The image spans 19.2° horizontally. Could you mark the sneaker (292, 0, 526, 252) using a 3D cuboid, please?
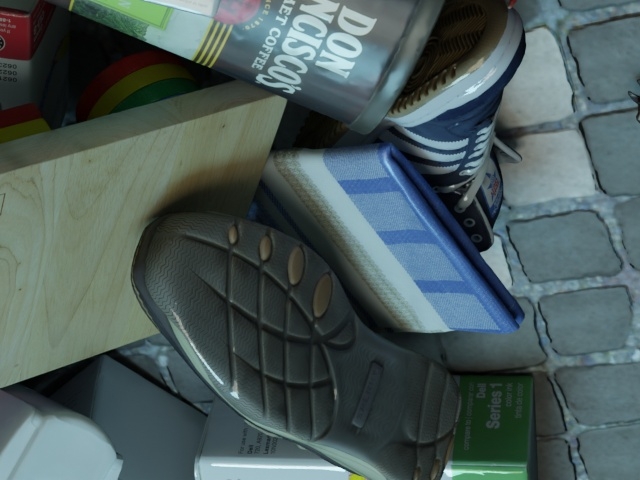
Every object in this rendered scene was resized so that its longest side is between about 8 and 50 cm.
[{"bbox_3d":[0.103,-0.077,1.352,0.153,0.099,0.282,31,154,-16],"label":"sneaker"}]

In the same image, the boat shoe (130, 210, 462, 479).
[{"bbox_3d":[-0.035,0.093,1.422,0.130,0.132,0.355,3,152,41],"label":"boat shoe"}]

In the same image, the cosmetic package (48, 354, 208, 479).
[{"bbox_3d":[-0.220,0.261,1.650,0.138,0.224,0.224,33,128,-27],"label":"cosmetic package"}]

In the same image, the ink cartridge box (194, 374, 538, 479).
[{"bbox_3d":[0.047,0.222,1.643,0.278,0.117,0.201,0,130,9],"label":"ink cartridge box"}]

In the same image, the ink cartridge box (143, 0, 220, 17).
[{"bbox_3d":[-0.109,-0.233,1.098,0.145,0.045,0.179,14,106,-5],"label":"ink cartridge box"}]

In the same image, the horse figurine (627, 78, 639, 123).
[{"bbox_3d":[0.358,-0.030,1.363,0.263,0.174,0.066,0,147,-2],"label":"horse figurine"}]

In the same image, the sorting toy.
[{"bbox_3d":[-0.178,-0.019,1.343,0.255,0.089,0.257,-18,149,-31],"label":"sorting toy"}]

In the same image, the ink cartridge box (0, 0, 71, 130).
[{"bbox_3d":[-0.257,-0.137,1.383,0.128,0.127,0.176,9,132,2],"label":"ink cartridge box"}]

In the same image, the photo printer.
[{"bbox_3d":[-0.300,0.232,1.541,0.107,0.256,0.307,34,169,-25],"label":"photo printer"}]

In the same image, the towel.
[{"bbox_3d":[0.000,0.000,1.443,0.285,0.034,0.209,-2,138,45],"label":"towel"}]

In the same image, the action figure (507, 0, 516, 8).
[{"bbox_3d":[0.175,-0.256,1.204,0.091,0.139,0.280,5,134,6],"label":"action figure"}]

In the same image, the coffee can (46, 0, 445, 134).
[{"bbox_3d":[-0.058,-0.212,1.234,0.275,0.201,0.201,22,131,-8],"label":"coffee can"}]
